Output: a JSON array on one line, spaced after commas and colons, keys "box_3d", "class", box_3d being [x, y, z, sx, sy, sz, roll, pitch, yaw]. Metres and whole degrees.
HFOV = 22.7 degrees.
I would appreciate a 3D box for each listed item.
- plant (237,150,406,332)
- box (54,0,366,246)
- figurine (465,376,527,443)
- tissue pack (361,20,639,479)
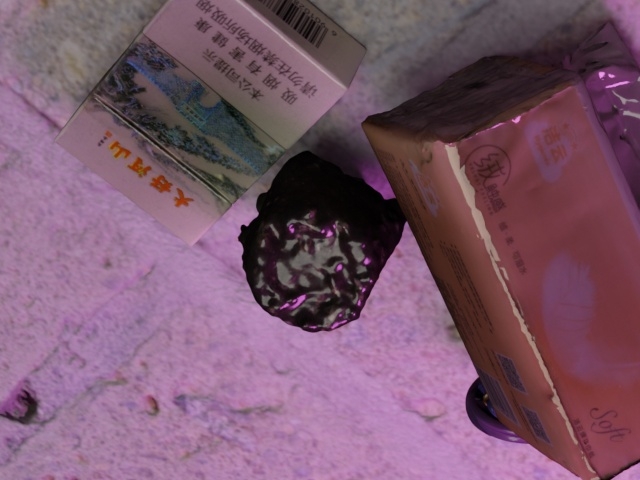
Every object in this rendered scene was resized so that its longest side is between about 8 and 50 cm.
[{"box_3d": [0.000, 0.000, 1.414, 0.129, 0.194, 0.132, 32, 105, -8], "class": "plant"}, {"box_3d": [-0.102, -0.128, 1.421, 0.164, 0.069, 0.256, 38, 129, -11], "class": "box"}, {"box_3d": [0.211, 0.119, 1.472, 0.114, 0.126, 0.157, 51, 130, 34], "class": "figurine"}, {"box_3d": [0.208, -0.002, 1.294, 0.239, 0.238, 0.305, -17, 107, 30], "class": "tissue pack"}]
